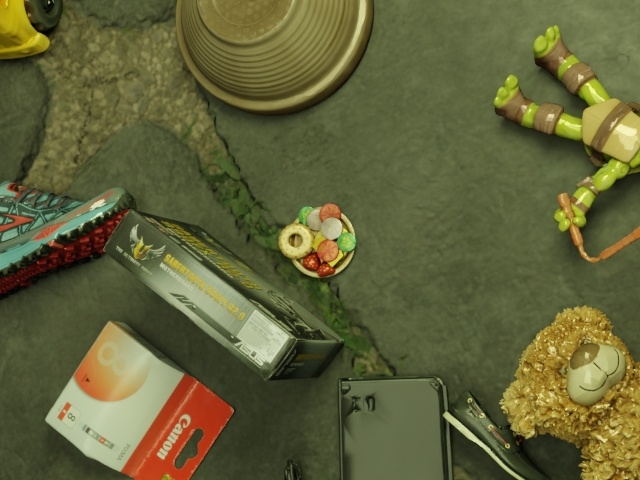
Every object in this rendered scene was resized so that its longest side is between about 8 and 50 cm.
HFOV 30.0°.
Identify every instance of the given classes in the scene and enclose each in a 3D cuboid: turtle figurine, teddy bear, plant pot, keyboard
[{"bbox_3d":[0.304,-0.129,1.236,0.217,0.087,0.269,40,105,24],"label":"turtle figurine"},{"bbox_3d":[0.347,0.197,1.178,0.245,0.113,0.338,-38,76,7],"label":"teddy bear"},{"bbox_3d":[-0.067,-0.267,1.348,0.237,0.110,0.237,-2,84,17],"label":"plant pot"},{"bbox_3d":[0.047,0.307,1.298,0.202,0.033,0.317,-3,83,9],"label":"keyboard"}]

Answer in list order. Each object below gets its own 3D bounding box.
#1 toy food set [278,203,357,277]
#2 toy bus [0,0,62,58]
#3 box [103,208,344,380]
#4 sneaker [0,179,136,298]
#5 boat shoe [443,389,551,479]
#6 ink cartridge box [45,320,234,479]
[{"bbox_3d":[0.000,0.000,1.347,0.082,0.020,0.083,-46,74,8],"label":"toy food set"},{"bbox_3d":[-0.416,-0.345,1.407,0.149,0.211,0.220,1,83,18],"label":"toy bus"},{"bbox_3d":[-0.098,0.060,1.287,0.231,0.183,0.056,37,97,17],"label":"box"},{"bbox_3d":[-0.344,-0.023,1.410,0.262,0.104,0.125,-22,77,13],"label":"sneaker"},{"bbox_3d":[0.191,0.212,1.254,0.133,0.049,0.042,41,92,13],"label":"boat shoe"},{"bbox_3d":[-0.211,0.201,1.379,0.179,0.045,0.145,35,96,19],"label":"ink cartridge box"}]
